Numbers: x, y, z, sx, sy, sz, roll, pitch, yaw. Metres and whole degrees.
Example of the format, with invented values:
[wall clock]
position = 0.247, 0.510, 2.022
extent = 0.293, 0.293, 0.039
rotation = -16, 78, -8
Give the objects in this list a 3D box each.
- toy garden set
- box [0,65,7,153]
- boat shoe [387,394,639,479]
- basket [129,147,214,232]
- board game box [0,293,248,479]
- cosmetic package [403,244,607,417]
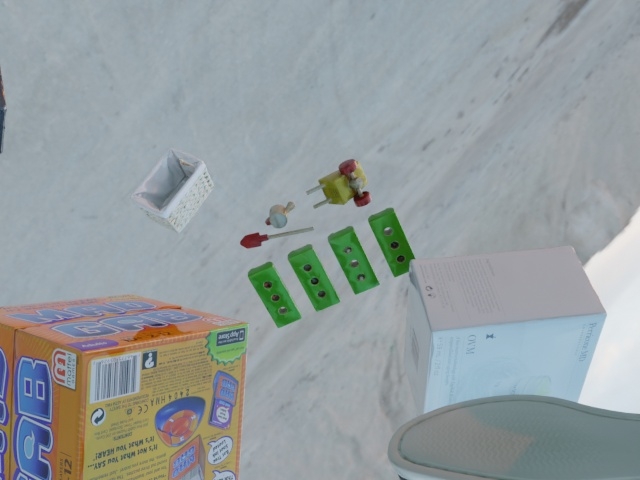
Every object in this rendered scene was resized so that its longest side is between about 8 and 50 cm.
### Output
[toy garden set]
position = 0.000, 0.000, 1.094
extent = 0.244, 0.204, 0.049
rotation = -24, -153, 7
[box]
position = -0.592, -0.215, 0.992
extent = 0.270, 0.165, 0.143
rotation = -7, 162, -28
[boat shoe]
position = 0.195, 0.163, 0.462
extent = 0.302, 0.091, 0.114
rotation = -3, -159, 23
[basket]
position = -0.346, -0.115, 1.692
extent = 0.167, 0.113, 0.103
rotation = -56, 153, -21
[board game box]
position = -0.385, 0.309, 1.274
extent = 0.356, 0.356, 0.357
rotation = -2, 98, -53
[cosmetic package]
position = 0.240, 0.140, 0.983
extent = 0.138, 0.224, 0.224
rotation = -100, -175, -48
